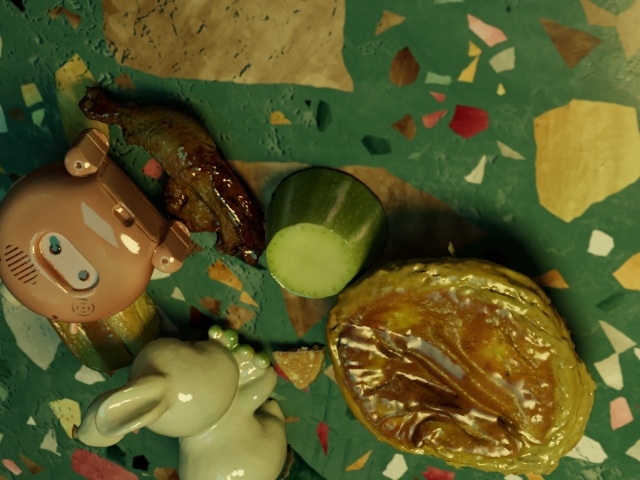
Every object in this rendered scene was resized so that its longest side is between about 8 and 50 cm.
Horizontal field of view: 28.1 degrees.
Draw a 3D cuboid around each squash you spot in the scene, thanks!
[{"bbox_3d":[0.000,0.000,1.694,0.170,0.123,0.170,6,121,10],"label":"squash"}]

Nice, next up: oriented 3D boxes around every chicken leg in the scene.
[{"bbox_3d":[-0.189,-0.093,1.729,0.177,0.083,0.322,-13,120,47],"label":"chicken leg"}]

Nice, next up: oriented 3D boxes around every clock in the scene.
[{"bbox_3d":[-0.332,0.009,1.709,0.241,0.142,0.227,-36,106,15],"label":"clock"}]

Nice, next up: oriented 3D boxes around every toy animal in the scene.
[{"bbox_3d":[-0.188,0.257,1.856,0.182,0.247,0.310,-2,135,41],"label":"toy animal"}]

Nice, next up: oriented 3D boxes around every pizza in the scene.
[{"bbox_3d":[-0.033,0.173,1.866,0.078,0.025,0.083,28,119,-4],"label":"pizza"}]

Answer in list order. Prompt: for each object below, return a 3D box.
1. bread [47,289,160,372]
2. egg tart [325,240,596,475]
[{"bbox_3d":[-0.333,0.088,1.874,0.140,0.106,0.236,-16,115,26],"label":"bread"},{"bbox_3d":[0.185,0.140,1.682,0.351,0.153,0.340,1,121,16],"label":"egg tart"}]
